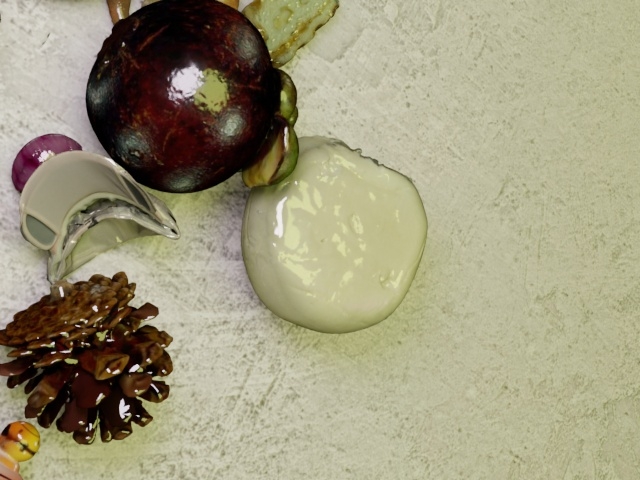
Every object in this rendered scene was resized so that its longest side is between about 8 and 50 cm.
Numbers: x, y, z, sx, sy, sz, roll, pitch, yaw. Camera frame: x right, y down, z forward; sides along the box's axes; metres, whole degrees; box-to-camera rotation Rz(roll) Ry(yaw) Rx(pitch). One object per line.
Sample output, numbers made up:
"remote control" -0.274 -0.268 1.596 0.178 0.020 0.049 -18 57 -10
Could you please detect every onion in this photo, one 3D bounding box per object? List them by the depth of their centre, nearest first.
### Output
"onion" -0.408 -0.111 1.499 0.115 0.104 0.115 -39 151 -27

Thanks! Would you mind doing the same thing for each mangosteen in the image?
"mangosteen" -0.195 -0.210 1.515 0.330 0.330 0.330 -1 91 -37

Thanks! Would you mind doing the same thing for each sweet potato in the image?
"sweet potato" -0.313 -0.422 1.584 0.068 0.068 0.226 -16 109 -36

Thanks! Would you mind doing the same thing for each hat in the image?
"hat" -0.336 -0.053 1.483 0.219 0.164 0.226 -18 121 5

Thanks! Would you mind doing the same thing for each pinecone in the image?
"pinecone" -0.328 0.178 1.467 0.264 0.264 0.264 -1 91 -37

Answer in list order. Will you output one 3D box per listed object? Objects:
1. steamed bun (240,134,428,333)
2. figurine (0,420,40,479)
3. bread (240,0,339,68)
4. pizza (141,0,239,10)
"steamed bun" 0.000 0.000 1.721 0.333 0.233 0.312 33 74 -24
"figurine" -0.507 0.373 1.355 0.320 0.196 0.323 -33 114 -20
"bread" -0.064 -0.398 1.760 0.232 0.088 0.128 -53 128 -31
"pizza" -0.195 -0.374 1.678 0.182 0.062 0.161 -45 109 -33
